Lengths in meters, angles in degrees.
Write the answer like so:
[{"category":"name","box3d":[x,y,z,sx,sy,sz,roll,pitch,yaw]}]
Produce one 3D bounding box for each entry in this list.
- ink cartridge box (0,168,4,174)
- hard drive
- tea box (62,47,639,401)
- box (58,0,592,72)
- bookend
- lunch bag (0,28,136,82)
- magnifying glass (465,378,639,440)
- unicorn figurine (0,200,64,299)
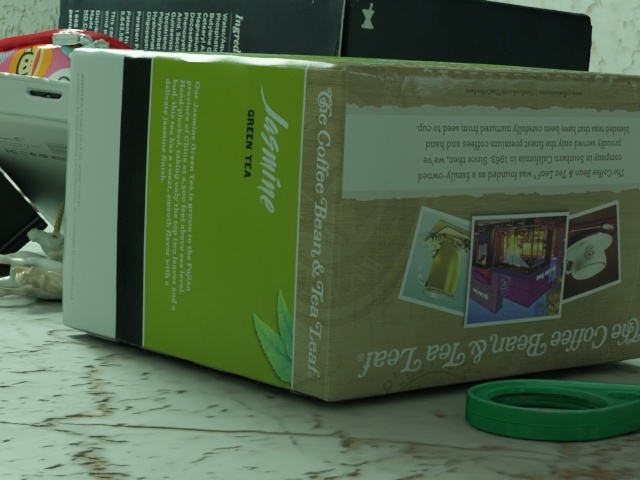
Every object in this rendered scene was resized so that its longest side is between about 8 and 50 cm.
[{"category":"ink cartridge box","box3d":[-0.482,-0.087,2.213,0.261,0.066,0.296,-1,8,-34]},{"category":"hard drive","box3d":[-0.213,-0.067,1.606,0.203,0.040,0.307,9,-20,17]},{"category":"tea box","box3d":[0.030,-0.026,1.237,0.329,0.220,0.323,-3,10,-41]},{"category":"box","box3d":[0.003,-0.162,2.052,0.472,0.297,0.480,7,6,42]},{"category":"bookend","box3d":[-0.346,-0.057,1.602,0.072,0.156,0.157,-41,16,-7]},{"category":"lunch bag","box3d":[-0.194,-0.108,1.701,0.293,0.120,0.258,29,-19,-37]},{"category":"magnifying glass","box3d":[0.200,0.102,1.050,0.231,0.026,0.092,1,7,-21]},{"category":"unicorn figurine","box3d":[-0.253,0.023,1.446,0.111,0.060,0.162,0,23,-29]}]
